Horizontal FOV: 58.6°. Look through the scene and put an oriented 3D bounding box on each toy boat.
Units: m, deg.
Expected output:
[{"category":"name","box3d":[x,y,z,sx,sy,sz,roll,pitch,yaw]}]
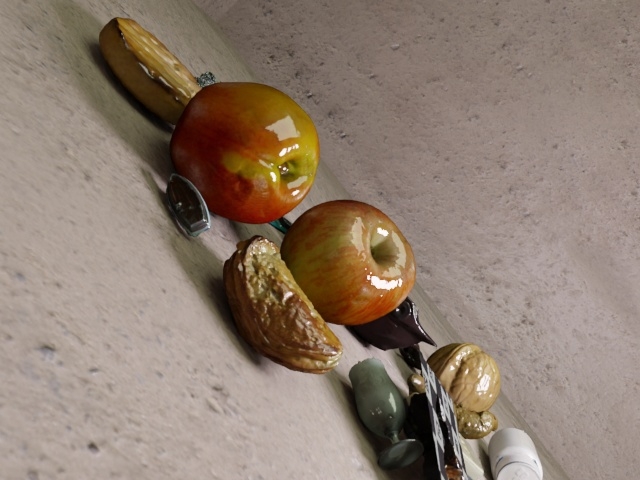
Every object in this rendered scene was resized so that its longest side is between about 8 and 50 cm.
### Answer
[{"category":"toy boat","box3d":[-0.241,-0.064,1.031,0.140,0.059,0.066,57,-16,24]}]

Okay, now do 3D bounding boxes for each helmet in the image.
[{"category":"helmet","box3d":[0.157,0.181,1.490,0.305,0.177,0.225,64,5,19]}]

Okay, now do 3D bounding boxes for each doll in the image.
[{"category":"doll","box3d":[0.292,0.354,1.779,0.165,0.057,0.139,52,7,-18]}]

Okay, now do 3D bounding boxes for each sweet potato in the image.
[{"category":"sweet potato","box3d":[0.314,0.429,1.440,0.310,0.124,0.098,33,38,-13]}]

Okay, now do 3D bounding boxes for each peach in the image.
[{"category":"peach","box3d":[-0.162,-0.192,1.187,0.332,0.308,0.308,39,3,34]}]

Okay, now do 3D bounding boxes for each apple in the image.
[{"category":"apple","box3d":[0.048,0.056,1.308,0.301,0.301,0.301,48,12,-13]}]

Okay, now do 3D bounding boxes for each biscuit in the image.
[{"category":"biscuit","box3d":[-0.391,-0.385,1.337,0.296,0.102,0.296,47,16,-17]}]

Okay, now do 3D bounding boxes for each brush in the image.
[{"category":"brush","box3d":[-0.115,-0.055,1.536,0.193,0.032,0.043,36,19,-56]}]

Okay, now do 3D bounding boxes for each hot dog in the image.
[{"category":"hot dog","box3d":[-0.071,0.122,0.959,0.259,0.114,0.175,57,8,18]}]

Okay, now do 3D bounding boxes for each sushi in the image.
[{"category":"sushi","box3d":[0.228,0.429,1.136,0.339,0.069,0.320,52,27,-53]}]

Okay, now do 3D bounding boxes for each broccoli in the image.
[{"category":"broccoli","box3d":[-0.327,-0.399,1.603,0.160,0.167,0.154,26,-44,49]}]

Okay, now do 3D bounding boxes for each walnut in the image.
[{"category":"walnut","box3d":[0.388,0.391,1.589,0.228,0.228,0.228,48,12,-13]}]

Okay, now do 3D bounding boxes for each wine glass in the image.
[{"category":"wine glass","box3d":[0.118,0.324,1.092,0.093,0.093,0.202,42,14,-38]}]

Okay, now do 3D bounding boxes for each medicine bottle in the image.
[{"category":"medicine bottle","box3d":[0.569,0.656,1.668,0.143,0.143,0.258,53,11,8]}]

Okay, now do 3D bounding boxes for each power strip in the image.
[{"category":"power strip","box3d":[0.286,0.471,1.342,0.256,0.070,0.105,47,12,-23]}]
